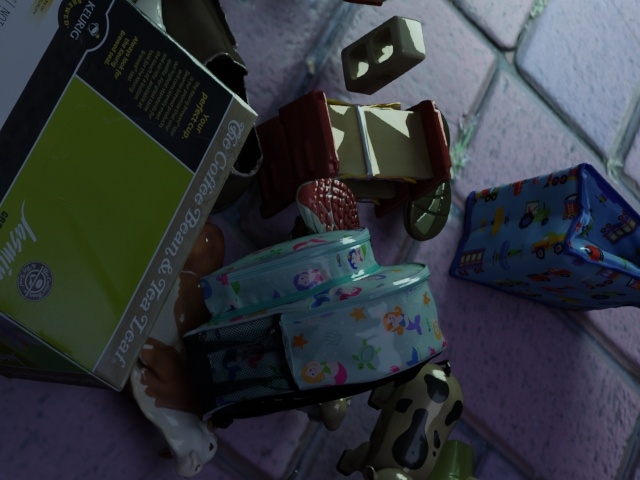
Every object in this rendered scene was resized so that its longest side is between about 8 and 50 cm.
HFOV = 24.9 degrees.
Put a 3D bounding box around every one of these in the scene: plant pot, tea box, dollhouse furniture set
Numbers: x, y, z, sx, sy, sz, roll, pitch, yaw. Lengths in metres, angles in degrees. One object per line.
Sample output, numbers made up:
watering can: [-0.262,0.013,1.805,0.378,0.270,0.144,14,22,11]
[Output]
plant pot: [0.167,0.303,1.877,0.083,0.083,0.079,39,48,-26]
tea box: [-0.291,-0.073,1.405,0.323,0.220,0.329,41,63,-33]
dollhouse furniture set: [0.016,-0.223,1.819,0.201,0.152,0.374,2,71,-38]

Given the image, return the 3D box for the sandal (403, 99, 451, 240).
sandal: [0.128,-0.090,1.929,0.090,0.060,0.219,39,44,-44]

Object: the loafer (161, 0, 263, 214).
loafer: [-0.139,-0.217,1.694,0.134,0.130,0.366,-21,95,-39]

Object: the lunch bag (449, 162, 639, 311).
lunch bag: [0.365,0.034,1.982,0.293,0.221,0.138,30,64,-30]

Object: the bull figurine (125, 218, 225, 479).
bull figurine: [-0.175,0.105,1.613,0.188,0.101,0.310,31,56,-54]

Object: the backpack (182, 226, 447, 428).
backpack: [0.003,0.089,1.567,0.225,0.254,0.191,-18,99,-66]

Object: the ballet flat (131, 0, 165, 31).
ballet flat: [-0.241,-0.270,1.595,0.316,0.107,0.106,50,63,-13]

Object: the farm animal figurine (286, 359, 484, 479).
farm animal figurine: [0.107,0.286,1.709,0.330,0.172,0.326,15,69,-16]

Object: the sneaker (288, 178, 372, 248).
sneaker: [0.000,0.000,1.731,0.225,0.093,0.088,68,26,-60]
